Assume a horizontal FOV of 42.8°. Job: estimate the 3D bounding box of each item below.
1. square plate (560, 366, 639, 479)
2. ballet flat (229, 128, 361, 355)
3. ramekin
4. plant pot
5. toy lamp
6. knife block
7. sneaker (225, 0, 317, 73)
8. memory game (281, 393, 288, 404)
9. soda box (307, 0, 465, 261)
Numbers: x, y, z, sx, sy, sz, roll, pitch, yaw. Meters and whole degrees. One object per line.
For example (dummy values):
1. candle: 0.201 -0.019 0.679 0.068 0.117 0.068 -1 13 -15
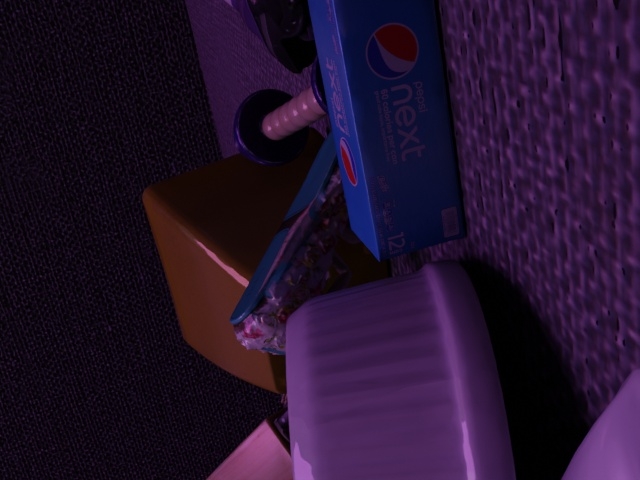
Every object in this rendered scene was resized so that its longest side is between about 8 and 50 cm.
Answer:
1. square plate: 0.165 0.279 0.388 0.347 0.049 0.344 82 175 -59
2. ballet flat: 0.000 0.000 0.723 0.077 0.241 0.091 34 156 -15
3. ramekin: 0.048 0.152 0.576 0.273 0.127 0.272 175 90 -90
4. plant pot: -0.035 0.034 0.863 0.187 0.212 0.212 39 146 50
5. toy lamp: -0.019 -0.115 0.732 0.275 0.080 0.080 -6 99 67
6. knife block: -0.048 0.277 1.073 0.088 0.276 0.242 53 175 17
7. sneaker: -0.015 -0.235 0.652 0.124 0.107 0.283 57 171 10
8. memory game: -0.013 0.130 1.078 0.186 0.012 0.186 22 -90 -87
9. soda box: 0.043 -0.098 0.556 0.071 0.067 0.210 -126 22 -64
